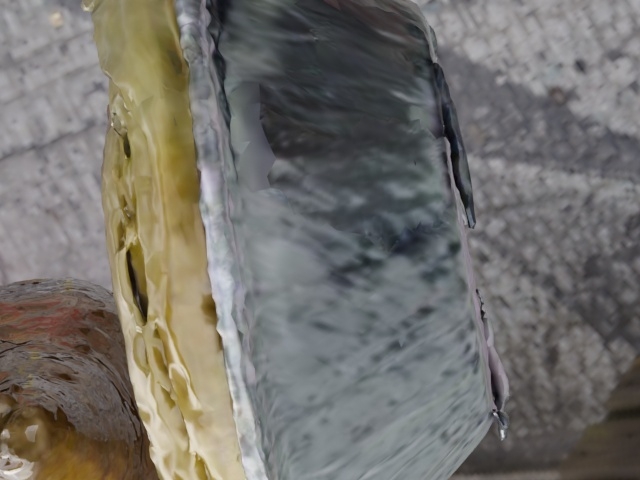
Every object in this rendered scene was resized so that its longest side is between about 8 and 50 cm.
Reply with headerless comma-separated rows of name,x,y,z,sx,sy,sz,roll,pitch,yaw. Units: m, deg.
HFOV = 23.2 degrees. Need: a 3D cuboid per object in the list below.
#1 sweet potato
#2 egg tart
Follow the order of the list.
sweet potato,-0.110,0.072,0.612,0.131,0.131,0.337,53,162,2
egg tart,0.000,0.000,0.454,0.094,0.234,0.234,-10,111,7
